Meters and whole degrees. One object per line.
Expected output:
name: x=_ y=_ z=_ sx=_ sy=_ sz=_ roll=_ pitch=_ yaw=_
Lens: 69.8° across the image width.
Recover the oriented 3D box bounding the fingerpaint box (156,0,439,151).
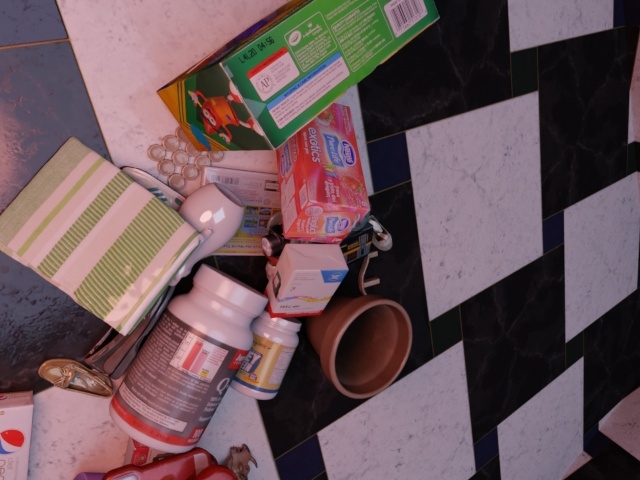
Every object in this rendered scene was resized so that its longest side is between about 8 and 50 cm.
fingerpaint box: x=-0.060 y=-0.367 z=0.907 sx=0.445 sy=0.371 sz=0.163 roll=-43 pitch=119 yaw=-19

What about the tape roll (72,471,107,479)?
tape roll: x=-0.487 y=0.594 z=0.965 sx=0.080 sy=0.189 sz=0.189 roll=23 pitch=88 yaw=-34

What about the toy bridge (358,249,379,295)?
toy bridge: x=0.145 y=0.125 z=1.368 sx=0.063 sy=0.026 sz=0.188 roll=-13 pitch=108 yaw=-28

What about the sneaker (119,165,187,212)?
sneaker: x=-0.359 y=-0.092 z=0.971 sx=0.161 sy=0.057 sz=0.075 roll=36 pitch=75 yaw=-36

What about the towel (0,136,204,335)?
towel: x=-0.417 y=-0.010 z=0.863 sx=0.325 sy=0.038 sz=0.248 roll=35 pitch=79 yaw=3

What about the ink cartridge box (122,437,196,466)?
ink cartridge box: x=-0.383 y=0.523 z=1.092 sx=0.150 sy=0.063 sz=0.109 roll=12 pitch=94 yaw=-34

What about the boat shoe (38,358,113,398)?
boat shoe: x=-0.511 y=0.294 z=0.966 sx=0.153 sy=0.048 sz=0.056 roll=39 pitch=79 yaw=-33

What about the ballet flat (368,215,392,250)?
ballet flat: x=0.168 y=-0.019 z=1.334 sx=0.168 sy=0.052 sz=0.057 roll=41 pitch=78 yaw=-33

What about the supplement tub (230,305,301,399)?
supplement tub: x=-0.141 y=0.276 z=1.145 sx=0.144 sy=0.144 sz=0.200 roll=25 pitch=87 yaw=-35

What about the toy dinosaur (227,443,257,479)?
toy dinosaur: x=-0.265 y=0.701 z=1.181 sx=0.200 sy=0.127 sz=0.296 roll=14 pitch=99 yaw=-41

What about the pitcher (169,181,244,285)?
pitcher: x=-0.252 y=-0.010 z=0.955 sx=0.125 sy=0.178 sz=0.207 roll=38 pitch=99 yaw=-27

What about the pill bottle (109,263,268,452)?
pill bottle: x=-0.277 y=0.248 z=1.009 sx=0.210 sy=0.210 sz=0.363 roll=34 pitch=82 yaw=-34

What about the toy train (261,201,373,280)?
toy train: x=0.000 y=0.000 z=1.165 sx=0.334 sy=0.142 sz=0.190 roll=-24 pitch=129 yaw=-33

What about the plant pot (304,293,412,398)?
plant pot: x=0.075 y=0.253 z=1.229 sx=0.263 sy=0.229 sz=0.263 roll=-8 pitch=104 yaw=-32

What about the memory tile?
memory tile: x=-0.296 y=-0.193 z=1.016 sx=0.148 sy=0.012 sz=0.113 roll=-40 pitch=119 yaw=-19

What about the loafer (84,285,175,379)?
loafer: x=-0.404 y=0.169 z=0.984 sx=0.084 sy=0.096 sz=0.267 roll=32 pitch=86 yaw=-24

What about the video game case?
video game case: x=-0.184 y=-0.065 z=1.104 sx=0.227 sy=0.026 sz=0.206 roll=2 pitch=104 yaw=-34

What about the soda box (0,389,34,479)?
soda box: x=-0.620 y=0.414 z=0.910 sx=0.074 sy=0.069 sz=0.216 roll=5 pitch=99 yaw=-34

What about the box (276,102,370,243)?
box: x=-0.006 y=-0.159 z=1.030 sx=0.142 sy=0.154 sz=0.300 roll=7 pitch=57 yaw=-24

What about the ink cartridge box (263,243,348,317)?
ink cartridge box: x=-0.045 y=0.109 z=1.061 sx=0.134 sy=0.078 sz=0.231 roll=0 pitch=139 yaw=-26

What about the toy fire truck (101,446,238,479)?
toy fire truck: x=-0.304 y=0.592 z=0.942 sx=0.254 sy=0.169 sz=0.302 roll=-5 pitch=85 yaw=-32
